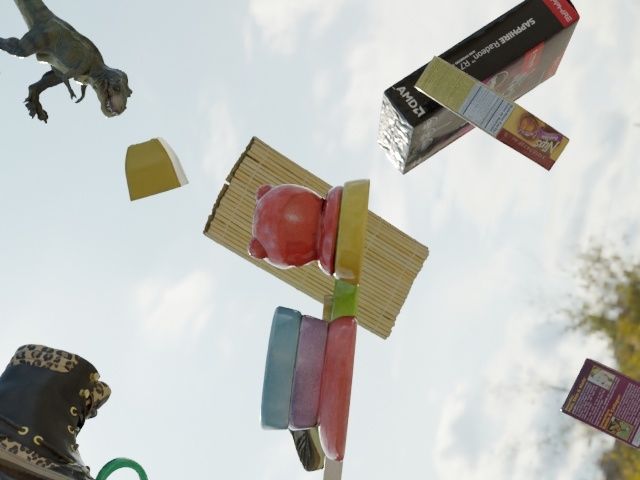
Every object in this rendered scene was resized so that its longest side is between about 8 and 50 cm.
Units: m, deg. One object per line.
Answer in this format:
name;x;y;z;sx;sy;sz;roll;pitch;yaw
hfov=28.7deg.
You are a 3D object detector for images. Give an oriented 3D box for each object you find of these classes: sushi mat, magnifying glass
sushi mat;0.000;0.000;1.683;0.316;0.019;0.151;31;-104;-25
magnifying glass;-0.307;0.452;1.959;0.092;0.026;0.231;-10;-76;-37

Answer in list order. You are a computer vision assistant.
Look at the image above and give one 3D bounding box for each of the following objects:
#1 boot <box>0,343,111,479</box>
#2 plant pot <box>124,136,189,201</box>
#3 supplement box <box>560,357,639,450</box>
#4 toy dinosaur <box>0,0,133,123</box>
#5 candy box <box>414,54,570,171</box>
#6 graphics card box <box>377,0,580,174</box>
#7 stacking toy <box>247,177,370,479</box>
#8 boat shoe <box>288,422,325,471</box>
boot;-0.425;0.341;2.106;0.284;0.377;0.138;-64;-4;-52
plant pot;-0.257;-0.113;1.916;0.081;0.081;0.083;-60;-46;-82
supplement box;0.266;0.147;1.119;0.055;0.083;0.043;-64;-19;3
toy dinosaur;-0.315;-0.210;1.405;0.118;0.268;0.064;-46;-13;15
candy box;0.213;-0.160;1.565;0.109;0.187;0.053;26;-78;-38
graphics card box;0.275;-0.283;2.226;0.371;0.094;0.233;-32;-14;-11
stacking toy;-0.025;0.107;1.406;0.279;0.130;0.309;94;-177;-54
boat shoe;-0.011;0.224;1.561;0.056;0.049;0.152;-56;36;38
